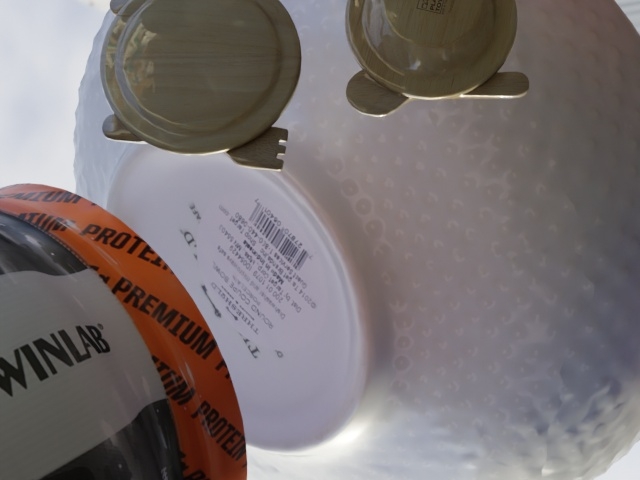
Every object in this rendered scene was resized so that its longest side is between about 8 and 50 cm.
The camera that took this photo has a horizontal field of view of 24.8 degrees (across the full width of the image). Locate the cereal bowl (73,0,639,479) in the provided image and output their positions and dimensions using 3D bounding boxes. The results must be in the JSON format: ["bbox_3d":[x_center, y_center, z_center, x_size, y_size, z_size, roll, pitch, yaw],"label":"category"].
[{"bbox_3d":[0.000,0.000,0.696,0.141,0.339,0.339,-29,-70,-44],"label":"cereal bowl"}]

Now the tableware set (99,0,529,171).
[{"bbox_3d":[-0.006,-0.103,0.474,0.020,0.141,0.169,81,-177,-73],"label":"tableware set"}]

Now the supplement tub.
[{"bbox_3d":[-0.190,0.110,0.421,0.338,0.207,0.207,-29,-70,-45],"label":"supplement tub"}]
